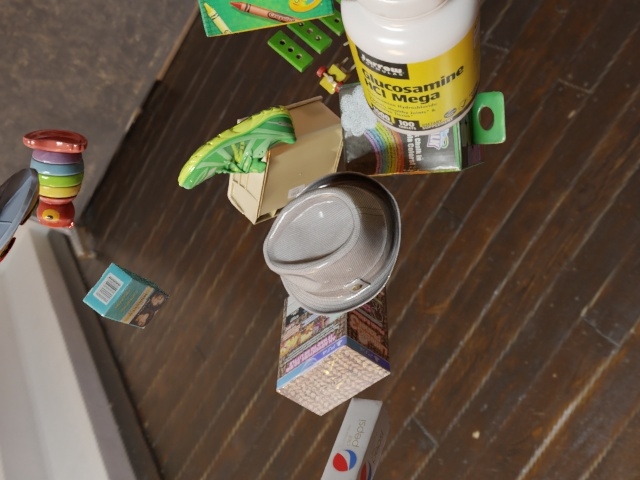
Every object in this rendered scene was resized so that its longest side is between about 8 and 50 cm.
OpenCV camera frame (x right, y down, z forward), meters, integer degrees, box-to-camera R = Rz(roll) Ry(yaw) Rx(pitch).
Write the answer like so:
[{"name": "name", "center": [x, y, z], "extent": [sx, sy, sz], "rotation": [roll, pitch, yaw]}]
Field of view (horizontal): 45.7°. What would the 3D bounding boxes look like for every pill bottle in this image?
[{"name": "pill bottle", "center": [0.132, -0.299, 1.078], "extent": [0.188, 0.334, 0.187], "rotation": [-4, 71, 11]}]

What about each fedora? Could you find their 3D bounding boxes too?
[{"name": "fedora", "center": [0.000, 0.000, 1.284], "extent": [0.275, 0.124, 0.243], "rotation": [-21, 73, 30]}]

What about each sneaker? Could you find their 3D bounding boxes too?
[{"name": "sneaker", "center": [-0.182, -0.191, 1.696], "extent": [0.296, 0.123, 0.109], "rotation": [-31, 10, -5]}]

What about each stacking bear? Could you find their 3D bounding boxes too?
[{"name": "stacking bear", "center": [-0.789, -0.173, 2.270], "extent": [0.164, 0.175, 0.289], "rotation": [-111, 28, -68]}]

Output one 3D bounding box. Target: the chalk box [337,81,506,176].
[{"name": "chalk box", "center": [0.203, -0.217, 1.415], "extent": [0.289, 0.179, 0.180], "rotation": [-1, 99, 25]}]

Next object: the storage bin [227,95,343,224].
[{"name": "storage bin", "center": [-0.085, -0.202, 1.940], "extent": [0.123, 0.262, 0.260], "rotation": [44, 139, 28]}]

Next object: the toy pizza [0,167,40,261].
[{"name": "toy pizza", "center": [-0.478, -0.020, 1.132], "extent": [0.201, 0.032, 0.201], "rotation": [-30, 39, 28]}]

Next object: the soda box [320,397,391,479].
[{"name": "soda box", "center": [0.066, 0.408, 1.439], "extent": [0.069, 0.074, 0.216], "rotation": [1, 44, 27]}]

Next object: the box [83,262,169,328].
[{"name": "box", "center": [-0.418, 0.125, 1.656], "extent": [0.060, 0.244, 0.100], "rotation": [36, 84, 13]}]

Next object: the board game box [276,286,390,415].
[{"name": "board game box", "center": [0.031, 0.219, 1.791], "extent": [0.232, 0.141, 0.291], "rotation": [-38, 31, 32]}]

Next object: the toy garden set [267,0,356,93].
[{"name": "toy garden set", "center": [0.031, -0.475, 1.803], "extent": [0.244, 0.204, 0.049], "rotation": [-46, -9, -16]}]

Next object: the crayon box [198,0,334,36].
[{"name": "crayon box", "center": [-0.073, -0.366, 1.048], "extent": [0.165, 0.081, 0.278], "rotation": [-10, 29, 3]}]
